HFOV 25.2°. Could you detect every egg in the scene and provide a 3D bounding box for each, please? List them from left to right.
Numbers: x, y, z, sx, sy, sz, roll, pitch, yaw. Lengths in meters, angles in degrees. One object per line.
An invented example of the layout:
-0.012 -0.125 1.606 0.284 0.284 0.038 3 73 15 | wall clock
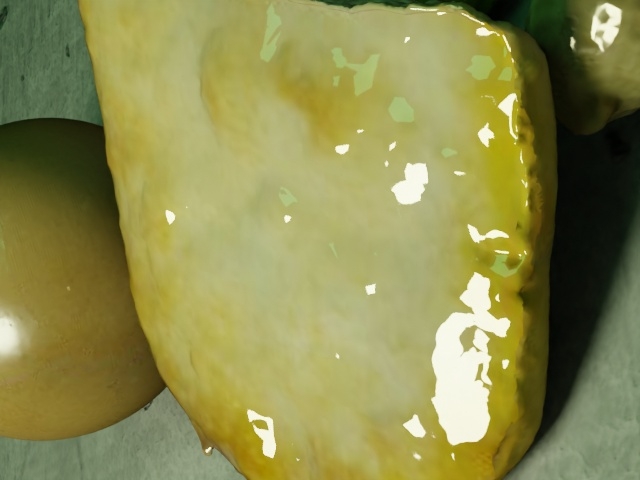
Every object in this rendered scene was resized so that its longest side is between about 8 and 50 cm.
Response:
-0.264 0.041 1.361 0.374 0.301 0.301 147 127 -60 | egg

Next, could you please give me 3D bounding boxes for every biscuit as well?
0.001 0.000 1.038 0.429 0.104 0.446 6 110 43 | biscuit

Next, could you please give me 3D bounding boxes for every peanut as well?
0.209 -0.204 0.878 0.136 0.120 0.298 -99 29 -70 | peanut

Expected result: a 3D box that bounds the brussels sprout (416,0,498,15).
0.044 -0.229 1.080 0.223 0.223 0.161 -48 1 39 | brussels sprout
